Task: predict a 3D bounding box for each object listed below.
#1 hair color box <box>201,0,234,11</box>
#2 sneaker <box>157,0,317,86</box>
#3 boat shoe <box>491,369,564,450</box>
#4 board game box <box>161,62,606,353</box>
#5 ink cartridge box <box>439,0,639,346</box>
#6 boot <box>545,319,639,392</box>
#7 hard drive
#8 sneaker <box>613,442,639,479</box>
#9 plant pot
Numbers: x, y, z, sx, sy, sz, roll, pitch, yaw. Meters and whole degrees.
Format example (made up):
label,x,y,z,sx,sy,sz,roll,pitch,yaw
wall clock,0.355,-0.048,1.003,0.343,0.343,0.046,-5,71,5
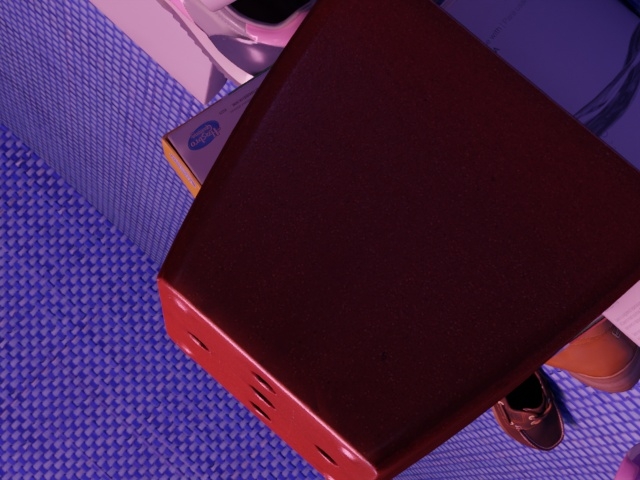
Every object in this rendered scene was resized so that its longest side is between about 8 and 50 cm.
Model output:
label,x,y,z,sx,sy,sz,roll,pitch,yaw
hair color box,-0.039,-0.285,0.972,0.185,0.113,0.374,46,162,-14
sneaker,-0.118,-0.264,1.268,0.319,0.112,0.131,37,151,1
boat shoe,0.243,0.190,1.787,0.207,0.073,0.073,50,167,-31
board game box,0.061,-0.014,1.167,0.316,0.242,0.064,55,170,8
ink cartridge box,0.195,-0.060,1.042,0.283,0.117,0.207,41,167,6
boot,0.169,0.060,1.433,0.283,0.109,0.220,22,167,31
hard drive,-0.240,-0.314,1.654,0.353,0.047,0.233,43,167,2
sneaker,0.333,0.251,1.232,0.236,0.095,0.104,43,163,-31
plant pot,0.039,0.021,0.978,0.267,0.236,0.267,40,166,7
